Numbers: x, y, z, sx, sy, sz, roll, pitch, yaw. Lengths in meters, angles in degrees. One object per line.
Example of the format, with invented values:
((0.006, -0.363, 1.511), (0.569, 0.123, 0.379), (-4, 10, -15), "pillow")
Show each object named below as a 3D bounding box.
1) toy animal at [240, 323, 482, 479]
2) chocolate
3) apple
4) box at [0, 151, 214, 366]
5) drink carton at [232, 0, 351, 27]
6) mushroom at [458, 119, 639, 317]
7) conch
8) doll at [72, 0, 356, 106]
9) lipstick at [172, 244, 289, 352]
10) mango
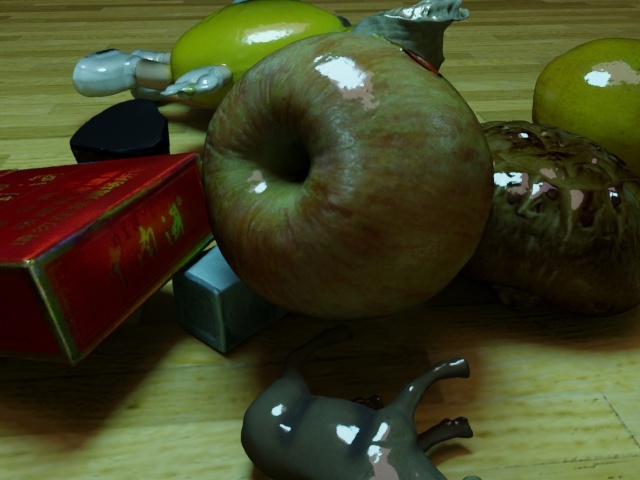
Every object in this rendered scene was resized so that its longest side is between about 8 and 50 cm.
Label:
((0.038, 0.146, 0.361), (0.214, 0.094, 0.186), (9, 26, 30), "toy animal")
((-0.256, -0.115, 0.817), (0.125, 0.080, 0.149), (-26, 44, -18), "chocolate")
((0.020, -0.044, 0.464), (0.211, 0.211, 0.187), (23, 15, 34), "apple")
((-0.272, 0.005, 0.530), (0.313, 0.089, 0.197), (-2, 28, 25), "box")
((-0.055, -0.383, 1.208), (0.189, 0.186, 0.191), (36, 43, 30), "drink carton")
((0.200, -0.028, 0.590), (0.253, 0.153, 0.253), (11, 29, -6), "mushroom")
((0.065, -0.198, 0.852), (0.324, 0.186, 0.263), (-21, 13, 15), "conch")
((-0.176, -0.283, 0.986), (0.423, 0.161, 0.348), (14, 35, 43), "doll")
((0.000, 0.000, 0.623), (0.068, 0.066, 0.317), (22, 36, 36), "lipstick")
((0.442, -0.165, 0.814), (0.317, 0.173, 0.211), (18, 34, 17), "mango")
